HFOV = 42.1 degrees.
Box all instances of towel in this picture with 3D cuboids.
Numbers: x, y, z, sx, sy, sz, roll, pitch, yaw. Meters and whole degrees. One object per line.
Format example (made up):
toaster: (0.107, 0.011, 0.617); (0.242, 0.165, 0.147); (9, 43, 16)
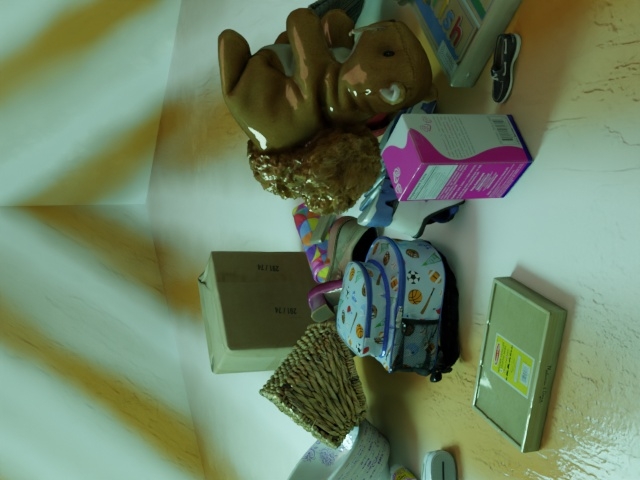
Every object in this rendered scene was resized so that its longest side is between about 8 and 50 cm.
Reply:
towel: (0.005, -0.474, 1.922); (0.056, 0.324, 0.312); (33, 137, 8)

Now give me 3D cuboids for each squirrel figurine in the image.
squirrel figurine: (0.034, -0.246, 1.591); (0.371, 0.281, 0.396); (1, 95, 25)

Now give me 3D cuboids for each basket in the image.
basket: (0.018, 0.333, 1.914); (0.223, 0.213, 0.299); (-51, 4, -14)

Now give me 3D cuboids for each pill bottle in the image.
pill bottle: (0.187, 0.531, 1.849); (0.083, 0.043, 0.043); (-144, 55, -62)

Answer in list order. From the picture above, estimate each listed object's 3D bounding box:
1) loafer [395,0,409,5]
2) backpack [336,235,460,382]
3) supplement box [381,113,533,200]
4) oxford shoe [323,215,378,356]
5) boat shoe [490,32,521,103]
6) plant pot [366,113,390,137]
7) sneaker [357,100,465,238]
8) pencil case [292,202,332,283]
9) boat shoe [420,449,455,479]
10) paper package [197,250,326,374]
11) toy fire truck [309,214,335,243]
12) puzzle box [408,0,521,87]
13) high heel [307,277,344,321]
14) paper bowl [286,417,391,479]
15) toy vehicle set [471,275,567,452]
loafer: (0.167, -0.543, 1.659); (0.056, 0.050, 0.148); (-122, 36, -50)
backpack: (0.152, 0.122, 1.710); (0.276, 0.213, 0.263); (-149, 70, -66)
supplement box: (0.235, -0.145, 1.449); (0.114, 0.220, 0.111); (119, 142, -51)
oxford shoe: (0.078, 0.119, 1.975); (0.130, 0.123, 0.348); (11, 104, 61)
boat shoe: (0.319, -0.304, 1.469); (0.046, 0.038, 0.125); (-126, 40, -53)
plant pot: (0.075, -0.327, 1.860); (0.191, 0.191, 0.174); (-129, 36, -55)
sneaker: (0.199, -0.126, 1.666); (0.127, 0.182, 0.315); (-42, 24, 59)
pencil case: (0.000, 0.000, 2.181); (0.104, 0.105, 0.236); (115, 147, -47)
boat shoe: (0.241, 0.542, 1.696); (0.076, 0.083, 0.226); (138, 139, -74)
paper package: (-0.142, 0.188, 2.239); (0.168, 0.325, 0.309); (123, 140, -53)
toy fire truck: (0.036, -0.129, 2.040); (0.217, 0.159, 0.246); (-9, 96, 66)
puzzle box: (0.254, -0.528, 1.588); (0.272, 0.052, 0.408); (115, 145, -46)
high heel: (0.080, 0.097, 1.903); (0.244, 0.082, 0.117); (-33, 28, 14)
paper bowl: (0.051, 0.558, 1.935); (0.148, 0.284, 0.284); (45, 155, -6)
toy vehicle set: (0.343, 0.215, 1.461); (0.166, 0.035, 0.266); (-139, 51, -60)
